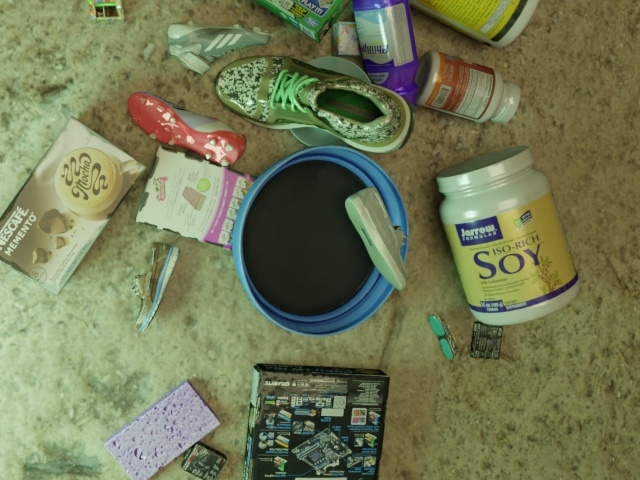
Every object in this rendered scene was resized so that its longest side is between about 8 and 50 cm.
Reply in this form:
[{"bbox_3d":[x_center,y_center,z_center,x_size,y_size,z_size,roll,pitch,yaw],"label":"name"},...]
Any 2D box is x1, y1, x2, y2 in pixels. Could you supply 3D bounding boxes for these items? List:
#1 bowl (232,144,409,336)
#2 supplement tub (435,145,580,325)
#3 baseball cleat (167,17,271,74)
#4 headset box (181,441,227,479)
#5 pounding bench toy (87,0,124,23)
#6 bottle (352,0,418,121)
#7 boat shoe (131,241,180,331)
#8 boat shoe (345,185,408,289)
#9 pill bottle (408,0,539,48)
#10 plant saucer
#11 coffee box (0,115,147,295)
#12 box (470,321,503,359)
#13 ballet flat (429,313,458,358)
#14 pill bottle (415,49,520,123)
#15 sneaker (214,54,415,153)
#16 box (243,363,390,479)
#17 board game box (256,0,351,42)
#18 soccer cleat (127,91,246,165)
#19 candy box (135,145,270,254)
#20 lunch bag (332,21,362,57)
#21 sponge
[{"bbox_3d":[0.000,0.000,1.568,0.391,0.077,0.391,-4,99,-28],"label":"bowl"},{"bbox_3d":[0.393,-0.012,1.625,0.241,0.241,0.331,-22,99,-12],"label":"supplement tub"},{"bbox_3d":[-0.204,-0.386,1.536,0.206,0.072,0.109,3,100,-5],"label":"baseball cleat"},{"bbox_3d":[-0.248,0.463,1.601,0.083,0.032,0.062,31,86,-14],"label":"headset box"},{"bbox_3d":[-0.412,-0.449,1.461,0.065,0.083,0.052,-6,96,-15],"label":"pounding bench toy"},{"bbox_3d":[0.142,-0.374,1.564,0.092,0.118,0.283,-26,115,-30],"label":"bottle"},{"bbox_3d":[-0.345,0.091,1.536,0.066,0.066,0.183,21,79,-10],"label":"boat shoe"},{"bbox_3d":[0.134,-0.006,1.550,0.081,0.079,0.227,-34,108,-15],"label":"boat shoe"},{"bbox_3d":[0.275,-0.550,1.580,0.334,0.188,0.188,22,88,-16],"label":"pill bottle"},{"bbox_3d":[0.019,-0.283,1.593,0.195,0.037,0.195,0,90,5],"label":"plant saucer"},{"bbox_3d":[-0.486,-0.066,1.453,0.168,0.119,0.297,36,85,-16],"label":"coffee box"},{"bbox_3d":[0.383,0.230,1.755,0.067,0.018,0.083,5,93,-15],"label":"box"},{"bbox_3d":[0.281,0.211,1.722,0.041,0.041,0.114,-26,101,-11],"label":"ballet flat"},{"bbox_3d":[0.313,-0.323,1.642,0.216,0.121,0.121,13,91,-16],"label":"pill bottle"},{"bbox_3d":[-0.019,-0.286,1.484,0.410,0.182,0.158,14,90,9],"label":"sneaker"},{"bbox_3d":[-0.010,0.421,1.640,0.295,0.073,0.293,5,94,-15],"label":"box"},{"bbox_3d":[-0.066,-0.559,1.496,0.317,0.046,0.213,36,85,12],"label":"board game box"},{"bbox_3d":[-0.265,-0.228,1.529,0.248,0.095,0.083,25,119,-1],"label":"soccer cleat"},{"bbox_3d":[-0.238,-0.080,1.541,0.233,0.071,0.159,18,89,-17],"label":"candy box"},{"bbox_3d":[0.070,-0.422,1.607,0.083,0.053,0.071,-1,97,-21],"label":"lunch bag"},{"bbox_3d":[-0.325,0.395,1.576,0.210,0.031,0.117,-36,102,-9],"label":"sponge"}]
